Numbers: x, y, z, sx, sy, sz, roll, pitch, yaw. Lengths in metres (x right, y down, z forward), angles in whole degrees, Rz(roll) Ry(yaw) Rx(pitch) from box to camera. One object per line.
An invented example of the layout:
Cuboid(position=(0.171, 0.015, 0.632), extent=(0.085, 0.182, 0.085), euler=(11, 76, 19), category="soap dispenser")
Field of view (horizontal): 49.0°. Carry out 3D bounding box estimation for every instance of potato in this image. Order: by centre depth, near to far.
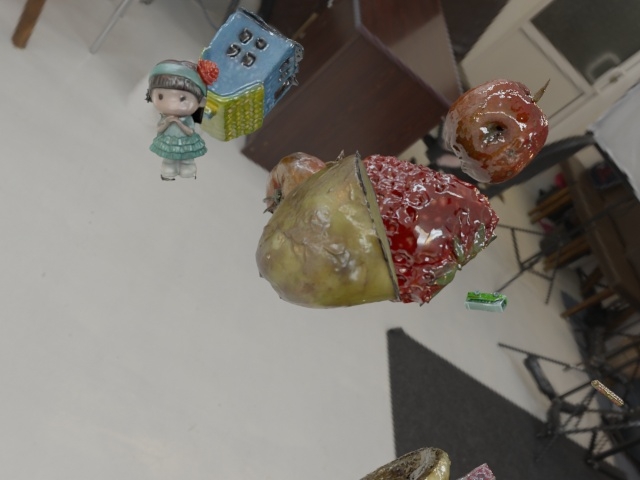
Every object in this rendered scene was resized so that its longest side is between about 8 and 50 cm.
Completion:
Cuboid(position=(0.000, 0.000, 1.321), extent=(0.289, 0.237, 0.301), euler=(-50, 123, -80), category="potato")

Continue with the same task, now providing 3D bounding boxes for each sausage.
Cuboid(position=(0.511, 0.272, 1.249), extent=(0.100, 0.015, 0.015), euler=(36, 34, -28), category="sausage")

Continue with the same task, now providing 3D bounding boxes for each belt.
Cuboid(position=(0.305, 0.593, 1.634), extent=(0.232, 0.071, 0.053), euler=(-21, 63, -20), category="belt")

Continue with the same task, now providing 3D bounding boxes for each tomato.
Cuboid(position=(-0.046, -0.133, 1.715), extent=(0.180, 0.155, 0.214), euler=(-11, 27, -25), category="tomato")

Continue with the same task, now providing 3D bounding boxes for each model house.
Cuboid(position=(-0.220, -0.410, 1.830), extent=(0.215, 0.237, 0.303), euler=(36, 72, 5), category="model house")

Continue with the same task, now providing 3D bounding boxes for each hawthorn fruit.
Cuboid(position=(0.445, -0.274, 1.775), extent=(0.261, 0.258, 0.258), euler=(-29, 80, -14), category="hawthorn fruit")

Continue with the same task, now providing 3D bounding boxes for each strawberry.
Cuboid(position=(0.191, -0.053, 1.567), extent=(0.345, 0.317, 0.295), euler=(47, 7, 8), category="strawberry")

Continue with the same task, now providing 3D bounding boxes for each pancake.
Cuboid(position=(0.123, 0.567, 1.507), extent=(0.082, 0.387, 0.387), euler=(58, 31, 4), category="pancake")

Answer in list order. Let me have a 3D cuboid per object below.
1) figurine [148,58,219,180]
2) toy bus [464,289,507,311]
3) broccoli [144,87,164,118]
Cuboid(position=(-0.277, -0.246, 1.420), extent=(0.137, 0.246, 0.110), euler=(1, 23, -9), category="figurine")
Cuboid(position=(0.351, 0.130, 1.488), extent=(0.037, 0.083, 0.031), euler=(-59, 138, -36), category="toy bus")
Cuboid(position=(-0.327, -0.300, 1.533), extent=(0.097, 0.095, 0.092), euler=(40, 60, -46), category="broccoli")
